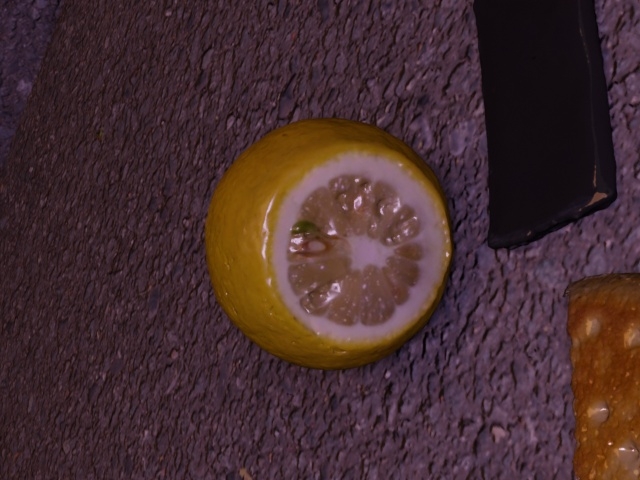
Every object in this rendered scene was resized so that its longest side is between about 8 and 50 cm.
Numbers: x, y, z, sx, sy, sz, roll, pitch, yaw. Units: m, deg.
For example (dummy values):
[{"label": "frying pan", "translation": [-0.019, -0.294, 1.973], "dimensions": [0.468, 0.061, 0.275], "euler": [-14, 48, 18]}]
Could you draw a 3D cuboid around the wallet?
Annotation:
[{"label": "wallet", "translation": [0.201, -0.138, 1.118], "dimensions": [0.146, 0.030, 0.285], "euler": [-26, 58, 46]}]

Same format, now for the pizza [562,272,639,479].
[{"label": "pizza", "translation": [0.254, 0.136, 0.901], "dimensions": [0.197, 0.058, 0.292], "euler": [-65, 32, 17]}]

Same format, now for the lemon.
[{"label": "lemon", "translation": [0.000, 0.000, 1.181], "dimensions": [0.219, 0.240, 0.240], "euler": [-167, 92, -70]}]
